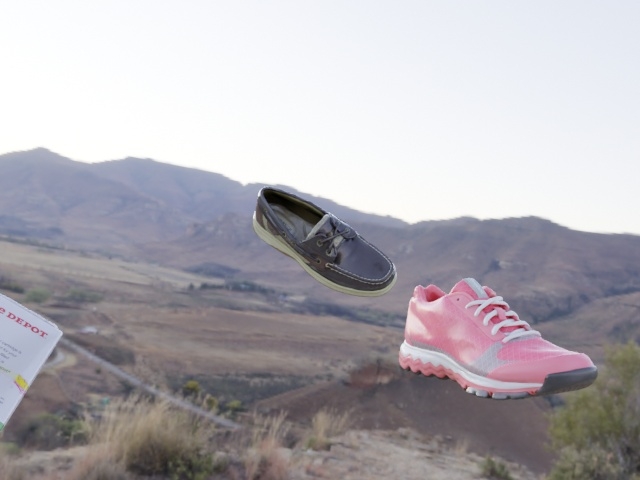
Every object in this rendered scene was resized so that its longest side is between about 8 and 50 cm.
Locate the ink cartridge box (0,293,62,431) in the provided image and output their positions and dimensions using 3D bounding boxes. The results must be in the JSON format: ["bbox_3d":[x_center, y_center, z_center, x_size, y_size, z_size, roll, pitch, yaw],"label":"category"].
[{"bbox_3d":[-0.583,0.217,1.068,0.201,0.117,0.278,35,31,-16],"label":"ink cartridge box"}]

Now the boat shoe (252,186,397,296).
[{"bbox_3d":[0.000,0.000,0.600,0.152,0.056,0.049,26,-31,18],"label":"boat shoe"}]

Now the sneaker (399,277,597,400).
[{"bbox_3d":[0.204,0.118,0.848,0.116,0.136,0.314,0,0,-30],"label":"sneaker"}]
